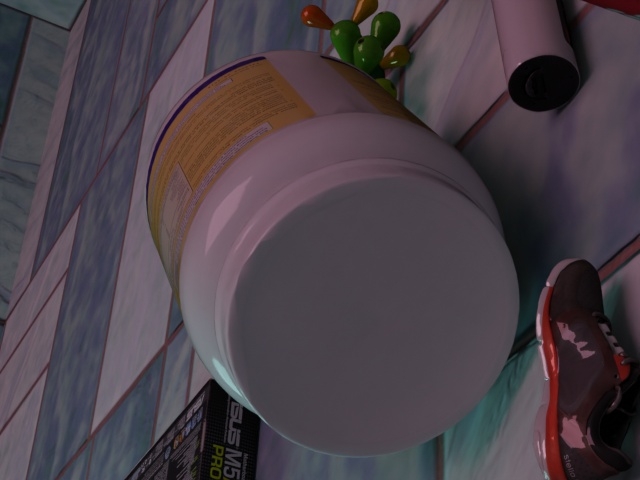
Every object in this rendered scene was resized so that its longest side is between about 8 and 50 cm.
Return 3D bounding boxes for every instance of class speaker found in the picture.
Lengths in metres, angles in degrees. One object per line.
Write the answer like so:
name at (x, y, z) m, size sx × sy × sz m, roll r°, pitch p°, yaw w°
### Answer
speaker at (0.161, -0.160, 1.122) m, size 0.055 × 0.055 × 0.136 m, roll -55°, pitch 24°, yaw 38°

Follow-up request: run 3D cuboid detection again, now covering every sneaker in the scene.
sneaker at (0.171, 0.079, 0.895) m, size 0.064 × 0.061 × 0.158 m, roll -16°, pitch 52°, yaw 33°

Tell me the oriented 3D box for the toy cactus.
toy cactus at (0.017, -0.124, 1.398) m, size 0.180 × 0.112 × 0.219 m, roll 106°, pitch 177°, yaw -50°

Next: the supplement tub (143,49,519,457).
supplement tub at (0.000, 0.000, 1.123) m, size 0.241 × 0.241 × 0.331 m, roll -66°, pitch 20°, yaw 13°

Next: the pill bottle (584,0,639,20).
pill bottle at (0.144, -0.223, 0.674) m, size 0.229 × 0.407 × 0.229 m, roll -165°, pitch 90°, yaw -69°

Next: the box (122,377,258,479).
box at (-0.150, 0.299, 1.511) m, size 0.270 × 0.060 × 0.216 m, roll -50°, pitch 28°, yaw 45°
